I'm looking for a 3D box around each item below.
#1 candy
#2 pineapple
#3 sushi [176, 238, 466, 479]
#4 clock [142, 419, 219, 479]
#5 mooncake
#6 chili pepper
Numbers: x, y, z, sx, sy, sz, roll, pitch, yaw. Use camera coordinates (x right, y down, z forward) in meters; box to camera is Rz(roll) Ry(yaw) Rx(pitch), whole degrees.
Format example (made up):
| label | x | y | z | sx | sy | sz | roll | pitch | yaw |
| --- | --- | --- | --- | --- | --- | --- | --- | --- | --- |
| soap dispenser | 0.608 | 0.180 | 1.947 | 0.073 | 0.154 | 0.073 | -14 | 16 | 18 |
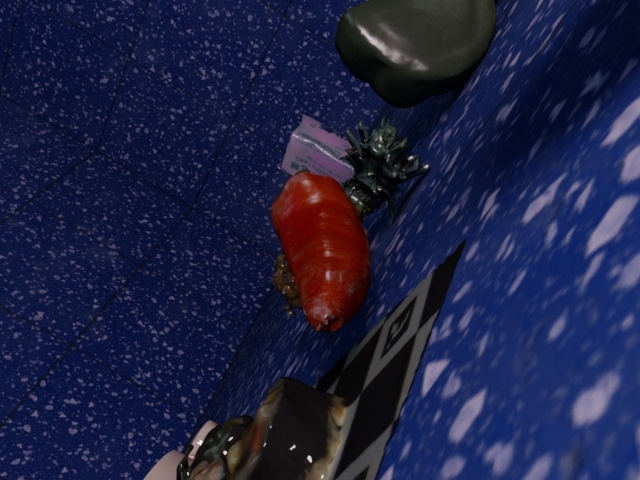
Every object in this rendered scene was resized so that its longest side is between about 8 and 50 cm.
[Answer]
| label | x | y | z | sx | sy | sz | roll | pitch | yaw |
| --- | --- | --- | --- | --- | --- | --- | --- | --- | --- |
| candy | 0.018 | -0.130 | 1.134 | 0.073 | 0.160 | 0.092 | -58 | -5 | -44 |
| pineapple | 0.020 | -0.013 | 0.665 | 0.221 | 0.083 | 0.103 | -58 | -13 | 17 |
| sushi | -0.068 | 0.177 | 0.400 | 0.339 | 0.069 | 0.320 | -61 | 4 | -35 |
| clock | -0.139 | 0.265 | 0.585 | 0.229 | 0.063 | 0.155 | -58 | -11 | -32 |
| mooncake | 0.101 | -0.236 | 0.754 | 0.104 | 0.175 | 0.168 | 143 | 116 | -73 |
| chili pepper | 0.000 | 0.000 | 0.528 | 0.272 | 0.071 | 0.063 | -106 | 19 | -62 |
